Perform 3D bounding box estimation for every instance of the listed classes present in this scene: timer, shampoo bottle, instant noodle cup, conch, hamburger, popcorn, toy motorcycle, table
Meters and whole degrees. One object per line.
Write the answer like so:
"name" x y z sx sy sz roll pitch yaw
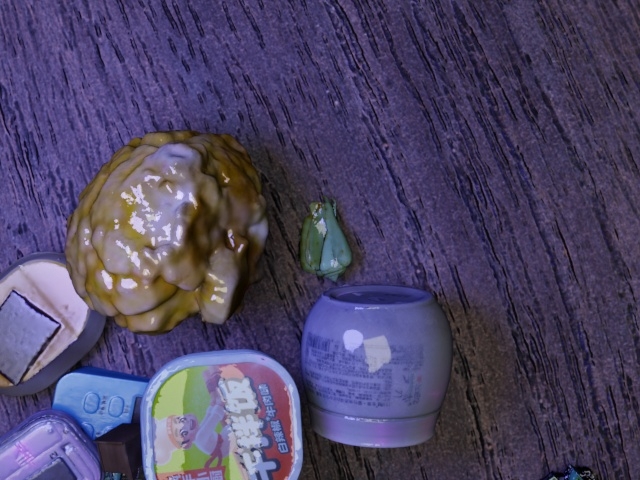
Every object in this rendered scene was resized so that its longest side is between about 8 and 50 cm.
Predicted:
"timer" -0.510 0.424 1.697 0.208 0.069 0.191 -38 101 -8
"timer" -0.389 0.374 1.777 0.249 0.091 0.232 10 89 -1
"shampoo bottle" 0.099 0.223 1.668 0.272 0.273 0.267 3 98 2
"instant noodle cup" -0.188 0.319 1.640 0.293 0.308 0.294 1 87 -13
"conch" 0.000 0.000 1.779 0.105 0.079 0.170 -11 73 -4
"hamburger" -0.544 0.156 1.754 0.295 0.151 0.227 -39 87 -5
"popcorn" -0.270 -0.020 1.617 0.353 0.390 0.344 -10 111 -18
"toy motorcycle" 0.504 0.501 1.756 0.100 0.058 0.173 -40 86 8
"table" -0.357 0.391 1.708 0.070 0.083 0.082 -5 100 29
